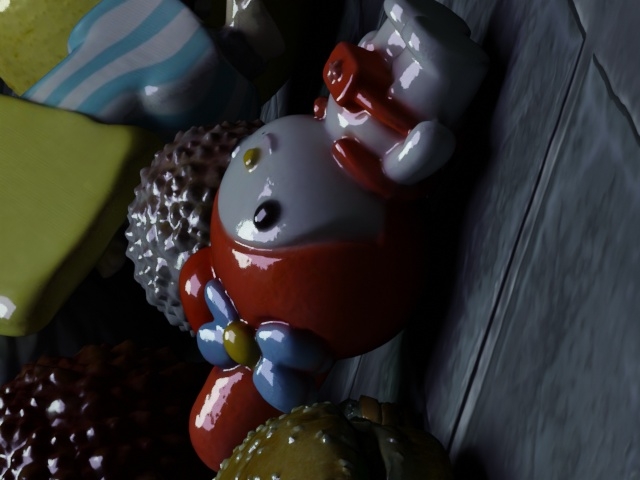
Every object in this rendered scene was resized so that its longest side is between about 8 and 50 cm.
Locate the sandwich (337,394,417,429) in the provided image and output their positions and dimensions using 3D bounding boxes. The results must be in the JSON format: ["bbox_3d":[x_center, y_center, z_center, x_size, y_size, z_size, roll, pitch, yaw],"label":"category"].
[{"bbox_3d":[0.027,0.123,1.116,0.093,0.036,0.105,-87,13,-45],"label":"sandwich"}]

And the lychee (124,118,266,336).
[{"bbox_3d":[-0.055,-0.008,1.376,0.197,0.165,0.165,-107,29,-57],"label":"lychee"}]

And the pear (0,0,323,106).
[{"bbox_3d":[-0.155,-0.246,1.728,0.348,0.348,0.348,-169,90,-81],"label":"pear"}]

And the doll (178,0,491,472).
[{"bbox_3d":[0.000,0.000,1.126,0.290,0.130,0.161,-60,29,21],"label":"doll"}]

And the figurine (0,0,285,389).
[{"bbox_3d":[-0.140,0.015,1.592,0.361,0.378,0.266,-44,50,-8],"label":"figurine"}]

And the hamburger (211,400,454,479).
[{"bbox_3d":[-0.001,0.176,0.962,0.215,0.122,0.189,-140,62,-77],"label":"hamburger"}]

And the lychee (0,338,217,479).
[{"bbox_3d":[-0.135,0.197,1.339,0.300,0.264,0.264,113,166,-66],"label":"lychee"}]
